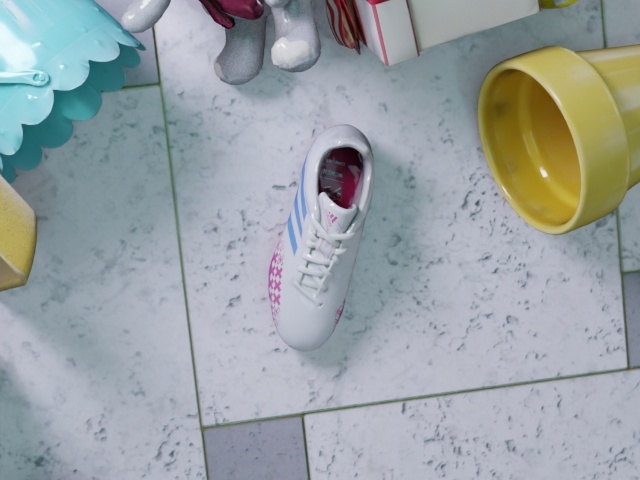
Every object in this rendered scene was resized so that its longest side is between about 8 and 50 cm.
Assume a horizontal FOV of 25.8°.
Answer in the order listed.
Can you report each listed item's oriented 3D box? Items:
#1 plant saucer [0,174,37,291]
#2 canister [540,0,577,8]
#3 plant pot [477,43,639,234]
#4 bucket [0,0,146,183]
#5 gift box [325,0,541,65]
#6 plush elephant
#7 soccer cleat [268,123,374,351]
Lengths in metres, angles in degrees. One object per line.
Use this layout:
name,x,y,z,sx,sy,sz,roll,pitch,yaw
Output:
plant saucer,-0.488,-0.083,1.796,0.081,0.333,0.333,-45,102,-18
canister,0.312,-0.413,1.955,0.073,0.126,0.170,-29,102,-4
plant pot,0.385,-0.162,1.948,0.239,0.254,0.254,-20,100,-21
bucket,-0.384,-0.224,1.810,0.281,0.281,0.183,-44,91,-1
gift box,0.115,-0.389,1.873,0.258,0.276,0.255,-19,113,-9
plush elephant,-0.159,-0.360,1.791,0.255,0.272,0.330,-3,100,-25
soccer cleat,0.000,0.000,1.954,0.116,0.143,0.331,10,96,-9
